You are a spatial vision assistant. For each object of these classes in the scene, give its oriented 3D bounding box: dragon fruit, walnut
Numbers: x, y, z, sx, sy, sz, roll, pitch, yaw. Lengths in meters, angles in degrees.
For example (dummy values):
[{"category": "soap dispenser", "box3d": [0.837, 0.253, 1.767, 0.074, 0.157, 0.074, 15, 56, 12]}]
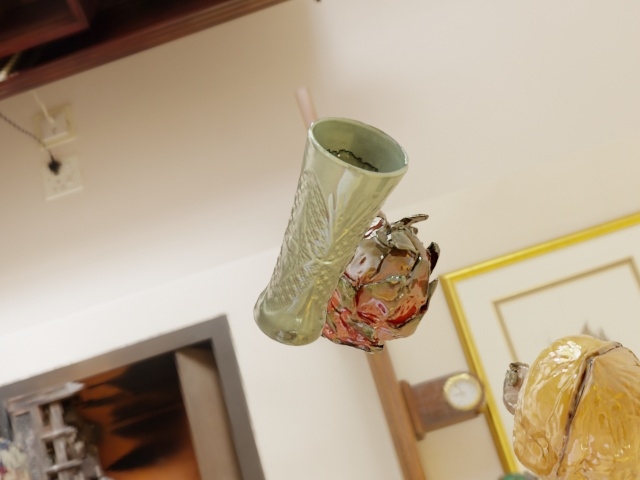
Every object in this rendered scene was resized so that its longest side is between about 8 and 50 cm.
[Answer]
[{"category": "dragon fruit", "box3d": [0.069, 0.059, 1.131, 0.188, 0.182, 0.182, -50, -130, 51]}, {"category": "walnut", "box3d": [0.260, 0.169, 0.796, 0.144, 0.144, 0.180, -104, -174, -48]}]

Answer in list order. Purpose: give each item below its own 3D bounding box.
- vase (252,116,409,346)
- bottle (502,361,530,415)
[{"category": "vase", "box3d": [0.000, 0.000, 0.790, 0.096, 0.096, 0.219, -103, -151, -52]}, {"category": "bottle", "box3d": [0.324, 0.232, 1.200, 0.152, 0.099, 0.099, 24, 34, -33]}]
